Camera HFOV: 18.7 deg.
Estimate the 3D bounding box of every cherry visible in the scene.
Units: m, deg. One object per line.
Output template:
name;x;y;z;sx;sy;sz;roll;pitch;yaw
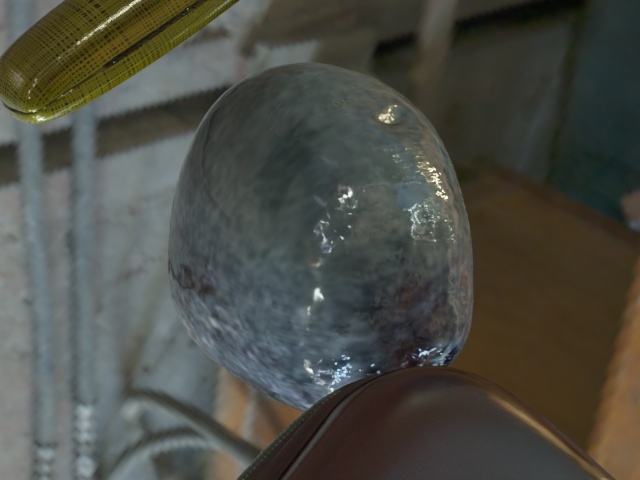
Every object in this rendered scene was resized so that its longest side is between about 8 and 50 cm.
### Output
cherry;0.000;0.000;1.467;0.218;0.296;0.255;9;113;-35

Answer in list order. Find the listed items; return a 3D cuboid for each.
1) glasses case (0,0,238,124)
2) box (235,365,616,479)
glasses case;-0.119;-0.159;1.315;0.234;0.079;0.064;-36;125;-13
box;0.025;0.238;0.926;0.404;0.263;0.108;-47;180;-40
